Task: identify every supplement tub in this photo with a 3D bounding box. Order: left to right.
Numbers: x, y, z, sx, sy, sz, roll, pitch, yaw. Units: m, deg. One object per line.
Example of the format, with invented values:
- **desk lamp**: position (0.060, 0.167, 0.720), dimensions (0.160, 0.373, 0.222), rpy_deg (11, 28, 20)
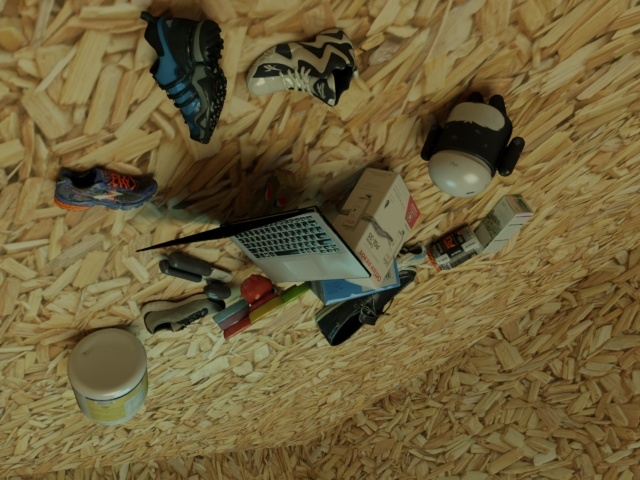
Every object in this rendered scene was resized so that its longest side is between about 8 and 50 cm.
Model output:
- **supplement tub**: position (-0.711, 0.474, 1.749), dimensions (0.241, 0.240, 0.331), rpy_deg (-7, 146, -22)
- **supplement tub**: position (0.507, 0.037, 1.951), dimensions (0.191, 0.116, 0.117), rpy_deg (-31, 147, 13)

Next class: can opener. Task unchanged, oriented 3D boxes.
- **can opener**: position (-0.362, 0.115, 1.559), dimensions (0.076, 0.095, 0.283), rpy_deg (-33, 153, 16)

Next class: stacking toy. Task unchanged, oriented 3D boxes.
- **stacking toy**: position (-0.201, 0.188, 1.698), dimensions (0.309, 0.130, 0.280), rpy_deg (-35, 173, 41)

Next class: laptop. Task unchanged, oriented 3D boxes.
- **laptop**: position (-0.161, 0.056, 1.297), dimensions (0.382, 0.236, 0.408), rpy_deg (-7, 134, 44)

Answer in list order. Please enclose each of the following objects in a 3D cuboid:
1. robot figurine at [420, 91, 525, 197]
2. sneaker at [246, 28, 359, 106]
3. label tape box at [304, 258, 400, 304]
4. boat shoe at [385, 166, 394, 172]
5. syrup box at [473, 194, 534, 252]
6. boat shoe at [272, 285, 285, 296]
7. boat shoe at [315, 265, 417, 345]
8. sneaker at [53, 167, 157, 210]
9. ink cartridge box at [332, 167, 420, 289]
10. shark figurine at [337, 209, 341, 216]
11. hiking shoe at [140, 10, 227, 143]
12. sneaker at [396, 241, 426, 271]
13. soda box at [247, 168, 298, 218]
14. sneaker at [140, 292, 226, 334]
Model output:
- **robot figurine**: position (0.393, -0.246, 1.345), dimensions (0.174, 0.278, 0.209), rpy_deg (29, 168, -18)
- **sneaker**: position (-0.029, -0.327, 1.047), dimensions (0.235, 0.153, 0.094), rpy_deg (-19, 146, -5)
- **label tape box**: position (0.084, 0.097, 1.726), dimensions (0.249, 0.115, 0.348), rpy_deg (-14, -168, -11)
- **boat shoe**: position (0.222, -0.169, 1.535), dimensions (0.042, 0.048, 0.133), rpy_deg (-38, 138, 16)
- **syrup box**: position (0.679, -0.059, 1.935), dimensions (0.097, 0.093, 0.236), rpy_deg (-3, 143, -27)
- **boat shoe**: position (-0.170, 0.186, 1.827), dimensions (0.136, 0.050, 0.045), rpy_deg (5, 144, -37)
- **boat shoe**: position (0.193, 0.260, 2.062), dimensions (0.500, 0.155, 0.187), rpy_deg (-38, 143, 21)
- **sneaker**: position (-0.480, -0.120, 1.158), dimensions (0.221, 0.083, 0.087), rpy_deg (-9, 138, -26)
- **ink cartridge box**: position (0.147, -0.031, 1.460), dimensions (0.282, 0.117, 0.207), rpy_deg (-59, 140, -18)
- **shark figurine**: position (-0.023, -0.018, 1.553), dimensions (0.279, 0.166, 0.116), rpy_deg (2, 176, 10)
- **hiking shoe**: position (-0.260, -0.313, 1.007), dimensions (0.132, 0.113, 0.304), rpy_deg (15, 148, -1)
- **sneaker**: position (0.287, 0.071, 1.898), dimensions (0.237, 0.085, 0.086), rpy_deg (-21, 118, -24)
- **soda box**: position (-0.131, -0.108, 1.399), dimensions (0.058, 0.061, 0.181), rpy_deg (2, 141, -35)
- **sneaker**: position (-0.446, 0.249, 1.701), dimensions (0.272, 0.108, 0.100), rpy_deg (-10, 144, -22)
